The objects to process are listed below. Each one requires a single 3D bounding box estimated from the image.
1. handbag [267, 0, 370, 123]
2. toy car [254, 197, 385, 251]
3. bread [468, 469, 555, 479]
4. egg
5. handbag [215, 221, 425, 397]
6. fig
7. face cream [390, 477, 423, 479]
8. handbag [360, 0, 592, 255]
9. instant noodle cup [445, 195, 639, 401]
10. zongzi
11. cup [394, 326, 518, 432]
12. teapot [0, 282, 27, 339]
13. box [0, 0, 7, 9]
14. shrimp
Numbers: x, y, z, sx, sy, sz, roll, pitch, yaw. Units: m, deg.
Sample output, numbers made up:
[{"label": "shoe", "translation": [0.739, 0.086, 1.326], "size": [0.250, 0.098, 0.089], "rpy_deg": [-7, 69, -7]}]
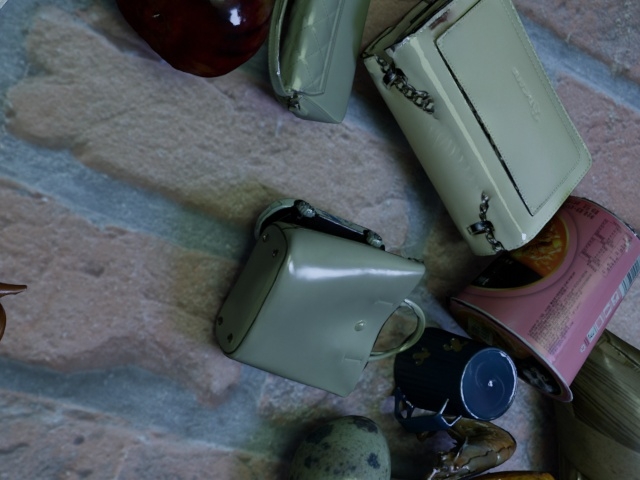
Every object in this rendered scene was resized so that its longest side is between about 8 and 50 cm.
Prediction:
[{"label": "handbag", "translation": [-0.011, -0.292, 1.158], "size": [0.219, 0.079, 0.256], "rpy_deg": [26, 75, -67]}, {"label": "toy car", "translation": [0.000, 0.000, 1.234], "size": [0.204, 0.056, 0.095], "rpy_deg": [24, 116, -25]}, {"label": "bread", "translation": [0.262, 0.452, 1.247], "size": [0.268, 0.146, 0.269], "rpy_deg": [-10, 118, -19]}, {"label": "egg", "translation": [0.029, 0.327, 1.226], "size": [0.141, 0.141, 0.182], "rpy_deg": [50, 51, -21]}, {"label": "handbag", "translation": [0.029, 0.110, 1.212], "size": [0.315, 0.109, 0.241], "rpy_deg": [22, 108, -27]}, {"label": "fig", "translation": [-0.131, -0.332, 1.099], "size": [0.203, 0.186, 0.249], "rpy_deg": [38, 57, 3]}, {"label": "face cream", "translation": [0.193, 0.422, 1.343], "size": [0.214, 0.096, 0.096], "rpy_deg": [13, 86, -29]}, {"label": "handbag", "translation": [0.229, -0.183, 1.300], "size": [0.237, 0.160, 0.359], "rpy_deg": [-47, 112, -36]}, {"label": "instant noodle cup", "translation": [0.357, 0.076, 1.328], "size": [0.244, 0.244, 0.255], "rpy_deg": [44, 80, -23]}, {"label": "zongzi", "translation": [0.414, 0.392, 1.472], "size": [0.466, 0.218, 0.500], "rpy_deg": [32, 93, 6]}, {"label": "cup", "translation": [0.193, 0.218, 1.302], "size": [0.176, 0.155, 0.131], "rpy_deg": [-49, 112, -20]}, {"label": "teapot", "translation": [-0.416, 0.098, 0.999], "size": [0.173, 0.116, 0.116], "rpy_deg": [-41, 112, 7]}, {"label": "box", "translation": [-0.408, -0.322, 0.995], "size": [0.135, 0.079, 0.269], "rpy_deg": [39, 74, -25]}, {"label": "shrimp", "translation": [0.198, 0.308, 1.292], "size": [0.251, 0.143, 0.052], "rpy_deg": [-2, 107, -57]}]
